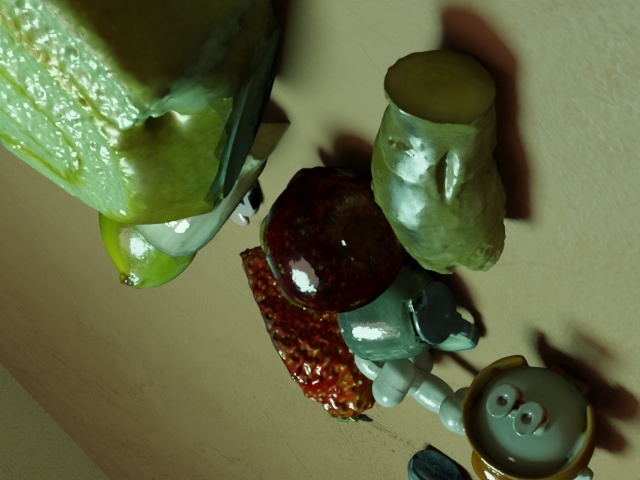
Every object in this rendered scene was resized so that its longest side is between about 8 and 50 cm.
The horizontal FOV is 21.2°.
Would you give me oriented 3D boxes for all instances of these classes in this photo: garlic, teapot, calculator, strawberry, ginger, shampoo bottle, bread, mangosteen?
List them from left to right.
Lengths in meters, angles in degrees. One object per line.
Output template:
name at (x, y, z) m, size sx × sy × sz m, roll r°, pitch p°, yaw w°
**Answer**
bread at (-0.167, -0.184, 1.597) m, size 0.264 × 0.239 × 0.395 m, roll 32°, pitch 160°, yaw 8°
garlic at (-0.141, -0.042, 1.867) m, size 0.148 × 0.129 × 0.266 m, roll 3°, pitch 169°, yaw -19°
calculator at (-0.113, -0.078, 1.991) m, size 0.103 × 0.024 × 0.166 m, roll 30°, pitch 153°, yaw 31°
strawberry at (0.008, 0.103, 2.026) m, size 0.236 × 0.106 × 0.175 m, roll 55°, pitch -166°, yaw -25°
mangosteen at (0.010, 0.005, 1.755) m, size 0.145 × 0.156 × 0.181 m, roll 32°, pitch 160°, yaw -2°
teapot at (0.096, 0.089, 1.813) m, size 0.108 × 0.111 × 0.149 m, roll 2°, pitch 131°, yaw 43°
ginger at (0.102, -0.062, 1.504) m, size 0.116 × 0.109 × 0.263 m, roll 52°, pitch 165°, yaw 31°
shampoo bottle at (0.162, 0.357, 2.285) m, size 0.087 × 0.049 × 0.234 m, roll 31°, pitch 156°, yaw 27°

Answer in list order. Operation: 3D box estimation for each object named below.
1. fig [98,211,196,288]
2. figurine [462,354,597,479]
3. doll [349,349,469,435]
fig at (-0.218, -0.019, 2.175) m, size 0.153 × 0.120 × 0.136 m, roll 67°, pitch 165°, yaw 3°
figurine at (0.227, 0.193, 1.769) m, size 0.143 × 0.143 × 0.271 m, roll 34°, pitch -170°, yaw 24°
doll at (0.109, 0.163, 1.910) m, size 0.161 × 0.059 × 0.160 m, roll 36°, pitch -170°, yaw 19°
